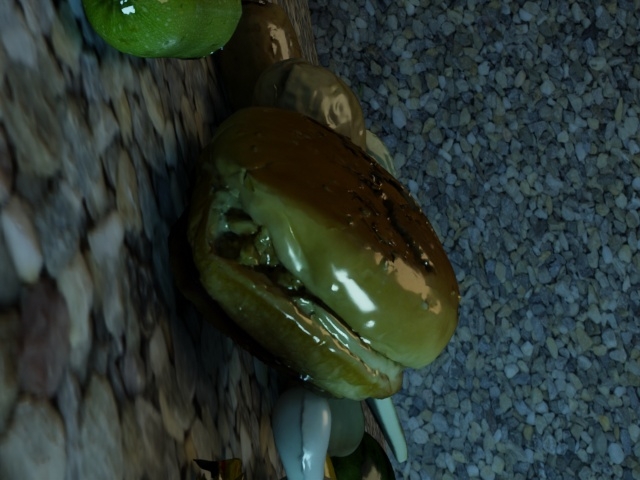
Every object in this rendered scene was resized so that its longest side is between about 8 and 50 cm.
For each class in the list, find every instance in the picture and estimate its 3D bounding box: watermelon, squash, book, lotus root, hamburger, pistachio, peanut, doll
[{"bbox_3d":[0.058,0.404,0.980,0.232,0.127,0.204,-85,167,-46],"label":"watermelon"},{"bbox_3d":[-0.134,-0.191,0.495,0.188,0.095,0.095,-62,141,-71],"label":"squash"},{"bbox_3d":[0.013,0.110,0.896,0.388,0.032,0.268,58,-7,39],"label":"book"},{"bbox_3d":[-0.080,-0.231,0.869,0.125,0.118,0.220,-65,149,-52],"label":"lotus root"},{"bbox_3d":[-0.002,0.001,0.622,0.284,0.174,0.304,34,20,-25],"label":"hamburger"},{"bbox_3d":[0.002,0.225,0.857,0.113,0.113,0.149,19,60,-82],"label":"pistachio"},{"bbox_3d":[0.007,-0.100,0.830,0.149,0.149,0.313,-91,163,-53],"label":"peanut"},{"bbox_3d":[-0.018,0.298,0.603,0.252,0.111,0.237,78,18,-50],"label":"doll"}]

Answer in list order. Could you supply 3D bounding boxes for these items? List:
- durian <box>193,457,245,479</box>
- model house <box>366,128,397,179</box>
[{"bbox_3d":[-0.037,0.242,0.411,0.237,0.138,0.193,-93,171,-52],"label":"durian"},{"bbox_3d":[-0.008,-0.117,1.039,0.239,0.174,0.267,25,-44,54],"label":"model house"}]
